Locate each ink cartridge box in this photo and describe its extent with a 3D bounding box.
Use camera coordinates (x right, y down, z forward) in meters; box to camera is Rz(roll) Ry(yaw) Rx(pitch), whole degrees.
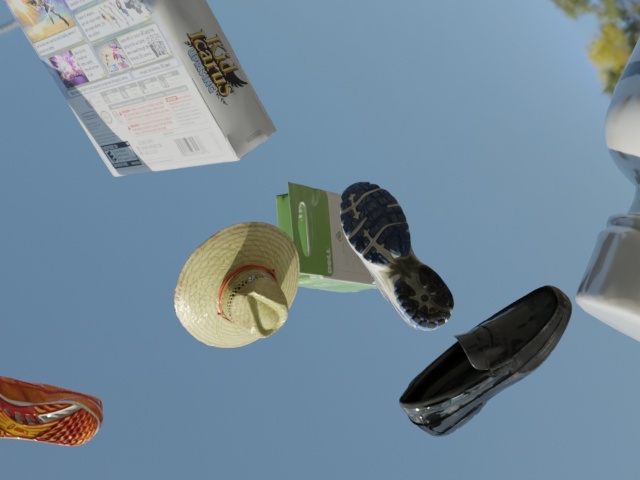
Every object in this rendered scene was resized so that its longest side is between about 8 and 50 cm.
[{"bbox_3d":[0.000,0.000,1.327,0.209,0.062,0.109,10,-107,-57],"label":"ink cartridge box"}]

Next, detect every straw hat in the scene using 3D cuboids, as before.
[{"bbox_3d":[-0.063,0.058,1.054,0.144,0.145,0.061,8,-156,-37],"label":"straw hat"}]

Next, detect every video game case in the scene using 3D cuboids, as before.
[{"bbox_3d":[-0.188,-0.187,1.087,0.061,0.269,0.244,-41,-68,-29],"label":"video game case"}]

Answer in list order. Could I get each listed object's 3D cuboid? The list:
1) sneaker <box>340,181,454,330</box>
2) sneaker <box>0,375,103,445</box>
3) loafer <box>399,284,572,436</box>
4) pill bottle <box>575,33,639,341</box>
[{"bbox_3d":[0.054,0.017,0.890,0.052,0.058,0.135,-26,-102,-12],"label":"sneaker"},{"bbox_3d":[-0.306,0.168,1.114,0.175,0.064,0.067,16,-173,-6],"label":"sneaker"},{"bbox_3d":[0.183,0.129,1.229,0.078,0.223,0.076,40,-168,-38],"label":"loafer"},{"bbox_3d":[0.246,-0.087,0.529,0.176,0.319,0.176,25,178,1],"label":"pill bottle"}]
